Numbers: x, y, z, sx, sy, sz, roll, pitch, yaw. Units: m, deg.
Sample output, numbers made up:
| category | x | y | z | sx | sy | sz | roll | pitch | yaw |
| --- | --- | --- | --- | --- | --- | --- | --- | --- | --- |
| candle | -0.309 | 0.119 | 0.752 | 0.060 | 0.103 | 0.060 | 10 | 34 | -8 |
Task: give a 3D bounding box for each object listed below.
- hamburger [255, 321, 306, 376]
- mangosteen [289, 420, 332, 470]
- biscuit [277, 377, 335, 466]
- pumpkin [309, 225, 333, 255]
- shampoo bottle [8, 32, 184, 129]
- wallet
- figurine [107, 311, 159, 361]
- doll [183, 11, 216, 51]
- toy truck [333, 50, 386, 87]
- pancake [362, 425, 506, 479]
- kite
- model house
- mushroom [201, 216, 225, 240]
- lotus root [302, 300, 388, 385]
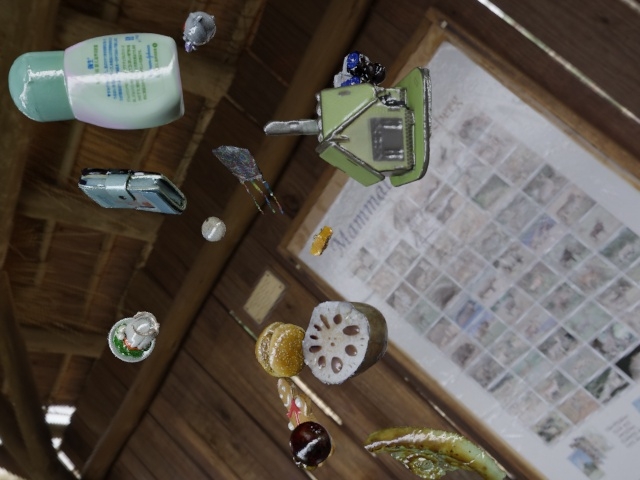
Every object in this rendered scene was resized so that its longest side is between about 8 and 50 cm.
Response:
| category | x | y | z | sx | sy | sz | roll | pitch | yaw |
| --- | --- | --- | --- | --- | --- | --- | --- | --- | --- |
| hamburger | -0.122 | 0.353 | 1.927 | 0.118 | 0.191 | 0.181 | -18 | 53 | 41 |
| mangosteen | -0.032 | 0.582 | 1.659 | 0.140 | 0.140 | 0.140 | -44 | -12 | -12 |
| biscuit | -0.069 | 0.625 | 2.063 | 0.047 | 0.339 | 0.216 | -16 | -33 | -32 |
| pumpkin | 0.000 | 0.000 | 1.893 | 0.074 | 0.054 | 0.083 | -47 | -15 | -57 |
| shampoo bottle | -0.478 | -0.337 | 1.271 | 0.350 | 0.221 | 0.151 | -8 | -15 | -12 |
| wallet | -0.519 | -0.135 | 1.633 | 0.176 | 0.251 | 0.074 | 59 | -142 | -66 |
| figurine | -0.495 | 0.249 | 1.601 | 0.132 | 0.132 | 0.154 | -37 | -3 | -41 |
| doll | -0.326 | -0.563 | 1.585 | 0.102 | 0.075 | 0.227 | -44 | 11 | -9 |
| toy truck | 0.125 | -0.550 | 2.100 | 0.177 | 0.213 | 0.161 | -15 | -20 | 42 |
| pancake | 0.295 | 0.574 | 1.546 | 0.054 | 0.377 | 0.197 | -66 | -17 | -52 |
| kite | -0.204 | -0.176 | 1.759 | 0.015 | 0.152 | 0.285 | -57 | -45 | -28 |
| model house | 0.041 | -0.203 | 1.087 | 0.279 | 0.204 | 0.218 | -1 | -2 | -11 |
| mushroom | -0.349 | -0.037 | 1.971 | 0.085 | 0.085 | 0.079 | -51 | -17 | 19 |
| lotus root | 0.090 | 0.308 | 1.842 | 0.192 | 0.272 | 0.272 | 2 | -47 | -51 |
